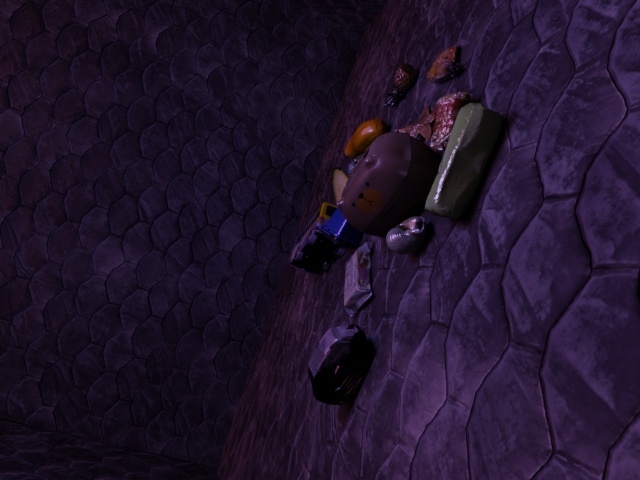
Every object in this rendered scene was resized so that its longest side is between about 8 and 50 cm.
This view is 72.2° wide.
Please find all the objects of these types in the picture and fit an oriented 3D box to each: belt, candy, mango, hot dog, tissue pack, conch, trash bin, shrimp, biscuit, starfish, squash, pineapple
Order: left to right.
[{"bbox_3d":[0.068,0.438,1.600,0.289,0.184,0.164,-63,9,6],"label":"belt"},{"bbox_3d":[0.119,-0.291,2.535,0.237,0.155,0.204,-45,26,58],"label":"squash"},{"bbox_3d":[0.126,-0.096,2.113,0.162,0.184,0.235,36,99,50],"label":"trash bin"},{"bbox_3d":[0.160,0.154,1.865,0.186,0.079,0.309,-56,18,39],"label":"biscuit"},{"bbox_3d":[0.246,-0.558,2.396,0.187,0.144,0.359,-45,8,-19],"label":"mango"},{"bbox_3d":[0.241,-0.209,1.656,0.387,0.276,0.267,-54,18,47],"label":"tissue pack"},{"bbox_3d":[0.401,-0.779,2.239,0.111,0.119,0.237,56,148,16],"label":"pineapple"},{"bbox_3d":[0.301,-0.015,1.502,0.153,0.102,0.135,-9,43,37],"label":"conch"},{"bbox_3d":[0.392,-0.450,1.800,0.231,0.048,0.295,-30,33,30],"label":"starfish"},{"bbox_3d":[0.513,-0.716,1.776,0.164,0.062,0.317,-63,12,17],"label":"shrimp"},{"bbox_3d":[0.450,-0.402,1.496,0.146,0.103,0.213,13,92,55],"label":"hot dog"},{"bbox_3d":[0.415,-0.232,1.301,0.142,0.132,0.344,29,99,61],"label":"candy"}]

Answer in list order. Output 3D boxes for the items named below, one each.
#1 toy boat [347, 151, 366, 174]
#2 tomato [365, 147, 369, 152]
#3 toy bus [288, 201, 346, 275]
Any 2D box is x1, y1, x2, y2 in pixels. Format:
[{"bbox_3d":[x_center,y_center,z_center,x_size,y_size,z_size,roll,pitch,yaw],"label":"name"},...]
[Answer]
[{"bbox_3d":[0.239,-0.416,2.394,0.276,0.084,0.111,-20,49,69],"label":"toy boat"},{"bbox_3d":[0.254,-0.311,2.042,0.228,0.101,0.228,9,-90,-73],"label":"tomato"},{"bbox_3d":[0.000,0.000,2.442,0.440,0.209,0.249,130,158,-54],"label":"toy bus"}]
